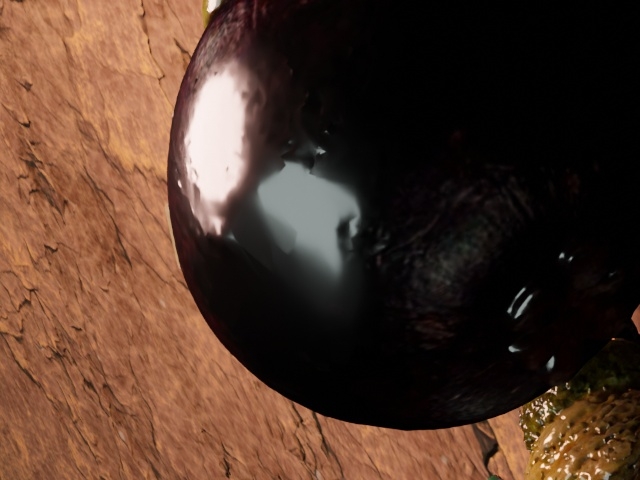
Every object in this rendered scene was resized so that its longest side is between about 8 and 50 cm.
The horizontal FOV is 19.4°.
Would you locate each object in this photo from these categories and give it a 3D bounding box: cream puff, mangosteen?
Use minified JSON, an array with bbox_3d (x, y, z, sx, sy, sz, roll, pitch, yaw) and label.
[{"bbox_3d":[0.231,0.147,1.434,0.183,0.183,0.169,103,155,-48],"label":"cream puff"},{"bbox_3d":[0.052,-0.081,1.310,0.435,0.382,0.382,50,149,37],"label":"mangosteen"}]

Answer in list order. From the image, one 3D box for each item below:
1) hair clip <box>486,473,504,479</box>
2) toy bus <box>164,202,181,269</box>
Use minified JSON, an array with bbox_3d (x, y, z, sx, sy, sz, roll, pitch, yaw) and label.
[{"bbox_3d":[0.179,0.310,1.743,0.124,0.052,0.195,13,116,42],"label":"hair clip"},{"bbox_3d":[0.000,0.000,1.650,0.289,0.157,0.139,25,133,47],"label":"toy bus"}]
